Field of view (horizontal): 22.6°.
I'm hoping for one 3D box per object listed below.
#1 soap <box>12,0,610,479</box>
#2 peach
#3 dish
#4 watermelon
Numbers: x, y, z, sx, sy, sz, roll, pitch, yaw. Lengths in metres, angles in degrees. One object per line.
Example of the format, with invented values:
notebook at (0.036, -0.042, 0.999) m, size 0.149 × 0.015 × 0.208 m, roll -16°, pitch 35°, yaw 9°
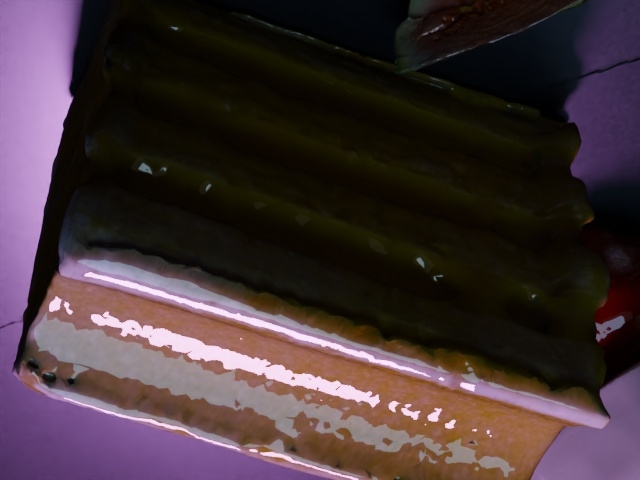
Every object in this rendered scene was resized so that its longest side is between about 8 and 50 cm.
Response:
soap at (0.000, 0.000, 0.982) m, size 0.335 × 0.293 × 0.156 m, roll 17°, pitch 129°, yaw -15°
peach at (0.193, 0.071, 1.167) m, size 0.127 × 0.092 × 0.172 m, roll 33°, pitch 119°, yaw -28°
dish at (0.270, 0.173, 1.168) m, size 0.256 × 0.117 × 0.256 m, roll -21°, pitch 152°, yaw -12°
watermelon at (0.115, -0.163, 0.998) m, size 0.163 × 0.087 × 0.069 m, roll -23°, pitch 95°, yaw 14°
